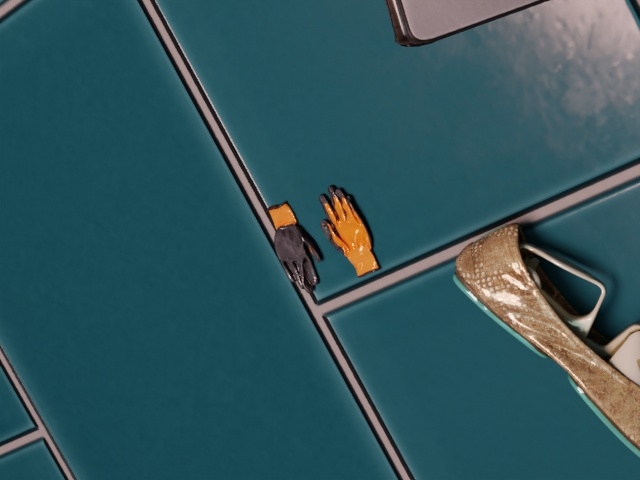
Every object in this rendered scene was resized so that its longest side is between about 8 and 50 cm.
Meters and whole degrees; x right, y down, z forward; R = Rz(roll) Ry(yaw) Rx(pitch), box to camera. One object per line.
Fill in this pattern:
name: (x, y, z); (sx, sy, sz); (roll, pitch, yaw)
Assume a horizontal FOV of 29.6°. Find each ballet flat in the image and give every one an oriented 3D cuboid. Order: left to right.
ballet flat: (0.182, 0.066, 0.821); (0.206, 0.073, 0.067); (42, 108, 4)

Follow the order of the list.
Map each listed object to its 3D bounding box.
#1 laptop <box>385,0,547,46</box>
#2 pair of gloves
laptop: (0.201, -0.342, 0.566); (0.236, 0.408, 0.382); (3, 113, 63)
pair of gloves: (0.000, 0.000, 0.923); (0.083, 0.010, 0.074); (-17, 100, 32)
